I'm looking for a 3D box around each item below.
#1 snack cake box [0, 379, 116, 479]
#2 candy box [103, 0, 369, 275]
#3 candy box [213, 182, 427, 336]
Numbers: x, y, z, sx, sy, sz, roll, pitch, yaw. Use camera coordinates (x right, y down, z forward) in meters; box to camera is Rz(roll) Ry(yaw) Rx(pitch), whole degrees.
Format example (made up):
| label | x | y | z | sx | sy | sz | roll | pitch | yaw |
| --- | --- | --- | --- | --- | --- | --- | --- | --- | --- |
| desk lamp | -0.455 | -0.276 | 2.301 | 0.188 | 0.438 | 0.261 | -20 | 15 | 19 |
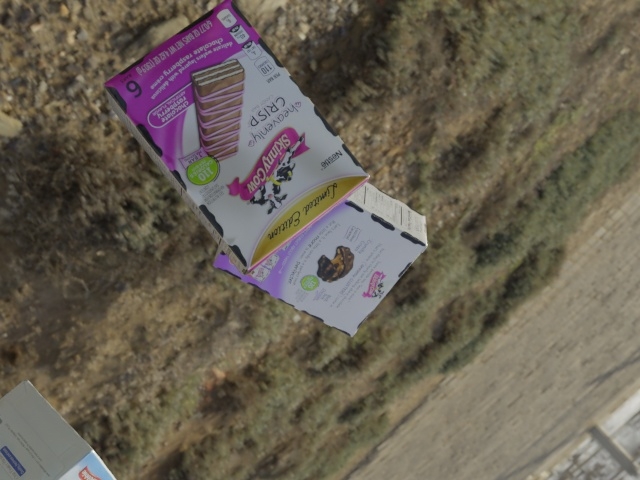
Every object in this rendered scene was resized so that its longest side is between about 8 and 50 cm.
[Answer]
| label | x | y | z | sx | sy | sz | roll | pitch | yaw |
| --- | --- | --- | --- | --- | --- | --- | --- | --- | --- |
| snack cake box | -0.268 | 0.294 | 0.924 | 0.089 | 0.152 | 0.264 | -41 | 135 | -23 |
| candy box | -0.085 | -0.103 | 0.845 | 0.159 | 0.233 | 0.071 | -39 | 180 | -11 |
| candy box | 0.000 | 0.000 | 0.976 | 0.196 | 0.070 | 0.165 | 29 | 120 | -13 |
